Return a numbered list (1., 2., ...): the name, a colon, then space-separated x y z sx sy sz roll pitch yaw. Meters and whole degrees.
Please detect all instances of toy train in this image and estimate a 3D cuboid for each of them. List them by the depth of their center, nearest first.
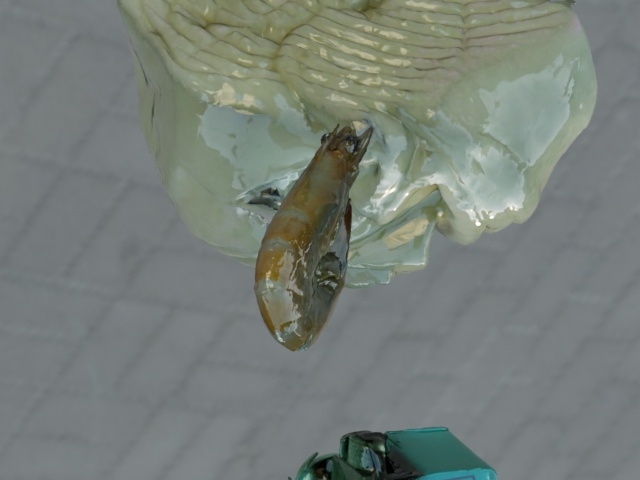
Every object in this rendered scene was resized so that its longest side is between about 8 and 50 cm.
1. toy train: 0.058 0.229 1.438 0.154 0.107 0.198 -3 107 -22

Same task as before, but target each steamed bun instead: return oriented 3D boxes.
1. steamed bun: 0.017 -0.083 1.374 0.275 0.320 0.206 -47 148 -42

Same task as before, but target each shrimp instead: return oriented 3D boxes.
1. shrimp: 0.000 0.000 0.801 0.023 0.108 0.059 1 134 29
